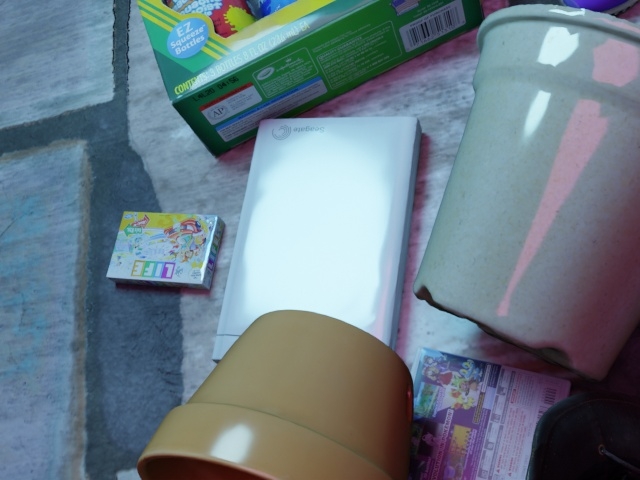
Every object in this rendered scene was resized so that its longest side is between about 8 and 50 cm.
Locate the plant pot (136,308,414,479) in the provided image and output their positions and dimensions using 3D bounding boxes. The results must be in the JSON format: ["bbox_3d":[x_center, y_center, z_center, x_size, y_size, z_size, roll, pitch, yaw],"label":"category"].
[{"bbox_3d":[-0.022,0.211,0.872,0.290,0.291,0.204,9,55,22],"label":"plant pot"}]

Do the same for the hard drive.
[{"bbox_3d":[0.000,0.000,1.072,0.232,0.047,0.353,2,68,19],"label":"hard drive"}]

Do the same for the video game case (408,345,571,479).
[{"bbox_3d":[0.175,0.237,0.925,0.183,0.023,0.201,11,72,22],"label":"video game case"}]

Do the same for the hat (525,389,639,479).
[{"bbox_3d":[0.266,0.302,0.768,0.134,0.331,0.332,-37,52,46],"label":"hat"}]

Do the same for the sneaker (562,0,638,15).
[{"bbox_3d":[0.435,-0.422,1.055,0.293,0.146,0.102,-37,61,0],"label":"sneaker"}]

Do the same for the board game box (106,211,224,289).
[{"bbox_3d":[-0.220,0.013,1.150,0.154,0.026,0.104,2,69,19],"label":"board game box"}]

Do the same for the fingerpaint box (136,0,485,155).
[{"bbox_3d":[-0.043,-0.396,1.192,0.444,0.163,0.371,-25,62,7],"label":"fingerpaint box"}]

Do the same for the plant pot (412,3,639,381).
[{"bbox_3d":[0.260,-0.030,0.869,0.333,0.334,0.306,25,87,26],"label":"plant pot"}]
